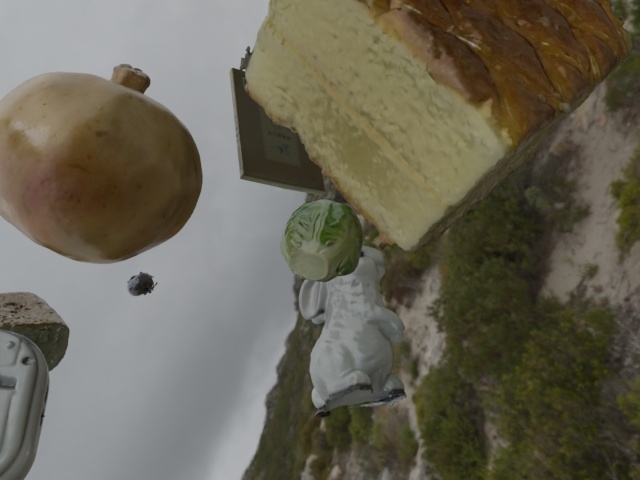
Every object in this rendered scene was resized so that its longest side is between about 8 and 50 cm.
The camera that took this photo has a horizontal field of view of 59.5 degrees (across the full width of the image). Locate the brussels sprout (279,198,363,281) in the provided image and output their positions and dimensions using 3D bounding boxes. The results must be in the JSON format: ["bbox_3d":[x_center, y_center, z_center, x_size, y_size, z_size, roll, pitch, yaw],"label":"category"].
[{"bbox_3d":[-0.003,-0.003,0.941,0.117,0.155,0.155,64,-155,-23],"label":"brussels sprout"}]

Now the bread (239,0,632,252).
[{"bbox_3d":[0.118,-0.180,0.564,0.279,0.279,0.207,-31,-17,-34],"label":"bread"}]

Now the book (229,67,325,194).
[{"bbox_3d":[-0.104,-0.259,1.328,0.021,0.217,0.310,-39,51,46],"label":"book"}]

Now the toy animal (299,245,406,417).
[{"bbox_3d":[0.060,0.185,1.230,0.194,0.258,0.357,32,-137,-51],"label":"toy animal"}]

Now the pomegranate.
[{"bbox_3d":[-0.435,-0.159,1.094,0.411,0.412,0.411,16,-90,-84],"label":"pomegranate"}]

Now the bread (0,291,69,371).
[{"bbox_3d":[-0.719,0.237,1.307,0.196,0.246,0.176,0,-74,-47],"label":"bread"}]

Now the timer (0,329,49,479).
[{"bbox_3d":[-0.493,0.220,0.709,0.087,0.262,0.237,108,159,-46],"label":"timer"}]

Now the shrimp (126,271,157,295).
[{"bbox_3d":[-0.420,0.103,1.321,0.065,0.056,0.165,-40,4,-9],"label":"shrimp"}]
